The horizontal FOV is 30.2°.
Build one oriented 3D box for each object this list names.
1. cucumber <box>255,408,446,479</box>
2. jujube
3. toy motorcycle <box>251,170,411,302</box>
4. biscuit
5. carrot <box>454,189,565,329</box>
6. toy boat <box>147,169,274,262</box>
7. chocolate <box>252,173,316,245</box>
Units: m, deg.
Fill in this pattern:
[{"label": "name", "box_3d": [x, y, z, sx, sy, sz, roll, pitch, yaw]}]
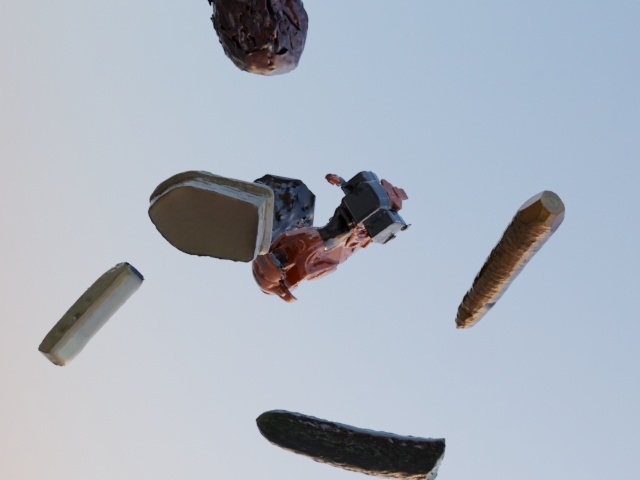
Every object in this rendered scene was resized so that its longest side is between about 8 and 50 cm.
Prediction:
[{"label": "cucumber", "box_3d": [0.030, 0.225, 1.311, 0.052, 0.214, 0.058, -26, 125, -78]}, {"label": "jujube", "box_3d": [-0.066, -0.247, 1.194, 0.104, 0.104, 0.166, -168, -114, -67]}, {"label": "toy motorcycle", "box_3d": [0.000, 0.000, 2.107, 0.325, 0.221, 0.148, -37, -110, 17]}, {"label": "biscuit", "box_3d": [-0.348, 0.112, 1.811, 0.052, 0.188, 0.056, 50, -19, -29]}, {"label": "carrot", "box_3d": [0.278, 0.040, 1.831, 0.314, 0.066, 0.066, -60, -139, 45]}, {"label": "toy boat", "box_3d": [-0.166, -0.036, 1.716, 0.061, 0.188, 0.116, -60, 159, -63]}, {"label": "chocolate", "box_3d": [-0.098, -0.035, 2.312, 0.133, 0.156, 0.156, -67, 169, -56]}]
